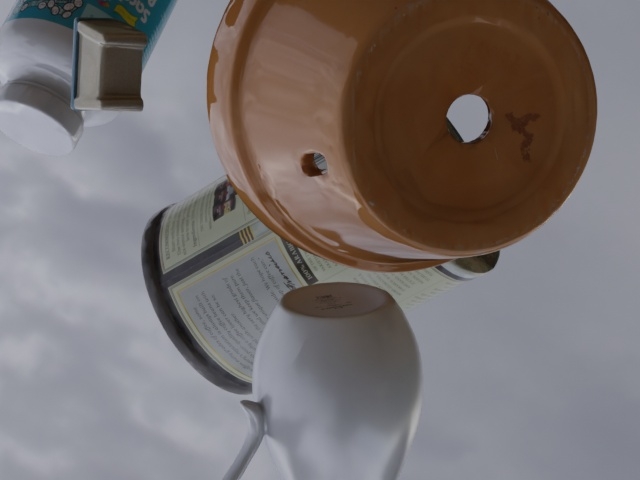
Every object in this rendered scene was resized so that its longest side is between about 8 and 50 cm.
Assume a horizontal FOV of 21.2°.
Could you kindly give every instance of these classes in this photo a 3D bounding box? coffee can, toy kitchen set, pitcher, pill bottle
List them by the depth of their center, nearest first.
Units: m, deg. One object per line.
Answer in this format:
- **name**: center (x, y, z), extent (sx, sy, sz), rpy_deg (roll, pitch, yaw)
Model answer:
- **pitcher**: center (-0.009, 0.145, 1.256), extent (0.178, 0.207, 0.125), rpy_deg (-10, -161, -26)
- **toy kitchen set**: center (-0.125, -0.199, 1.528), extent (0.207, 0.166, 0.122), rpy_deg (-3, -167, -31)
- **coffee can**: center (0.000, 0.000, 1.599), extent (0.201, 0.275, 0.201), rpy_deg (41, -147, -35)
- **pill bottle**: center (-0.237, -0.217, 1.726), extent (0.146, 0.146, 0.264), rpy_deg (30, -117, -16)

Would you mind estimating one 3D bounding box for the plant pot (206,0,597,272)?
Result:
- **plant pot**: center (0.076, -0.105, 1.292), extent (0.291, 0.291, 0.203), rpy_deg (28, -179, -20)
